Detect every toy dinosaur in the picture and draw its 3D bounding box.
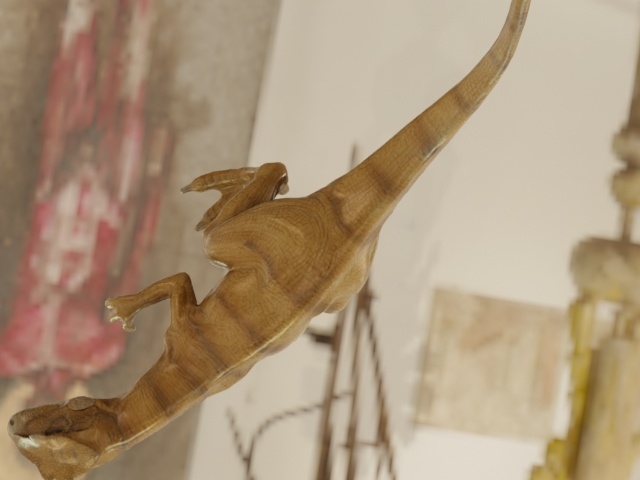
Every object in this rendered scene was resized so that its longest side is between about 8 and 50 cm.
[{"bbox_3d":[0.000,0.000,0.559,0.064,0.211,0.112,42,-168,-13],"label":"toy dinosaur"}]
